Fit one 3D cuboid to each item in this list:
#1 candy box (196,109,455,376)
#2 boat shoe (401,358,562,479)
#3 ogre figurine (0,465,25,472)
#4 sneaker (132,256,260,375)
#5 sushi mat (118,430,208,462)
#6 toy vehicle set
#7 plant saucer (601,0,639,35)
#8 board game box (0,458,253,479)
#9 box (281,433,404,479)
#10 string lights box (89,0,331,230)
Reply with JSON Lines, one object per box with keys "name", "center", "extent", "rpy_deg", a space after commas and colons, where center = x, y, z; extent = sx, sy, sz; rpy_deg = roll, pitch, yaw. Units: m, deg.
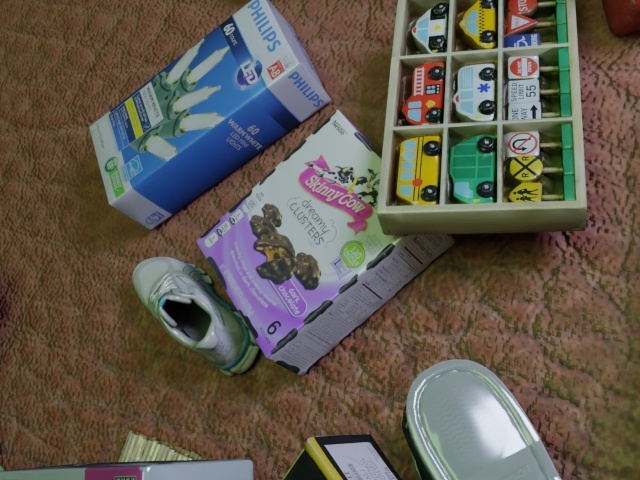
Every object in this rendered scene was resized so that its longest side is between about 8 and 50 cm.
{"name": "candy box", "center": [0.000, 0.000, 0.784], "extent": [0.196, 0.070, 0.165], "rpy_deg": [-42, 53, 7]}
{"name": "boat shoe", "center": [0.149, 0.231, 0.578], "extent": [0.114, 0.091, 0.302], "rpy_deg": [-17, 63, -3]}
{"name": "ogre figurine", "center": [-0.316, 0.291, 0.804], "extent": [0.197, 0.097, 0.118], "rpy_deg": [14, 51, 27]}
{"name": "sneaker", "center": [-0.143, 0.062, 0.836], "extent": [0.190, 0.083, 0.071], "rpy_deg": [31, 87, 38]}
{"name": "sushi mat", "center": [-0.185, 0.349, 0.767], "extent": [0.151, 0.019, 0.316], "rpy_deg": [11, 74, 35]}
{"name": "toy vehicle set", "center": [0.144, -0.126, 0.728], "extent": [0.166, 0.035, 0.267], "rpy_deg": [-2, 57, 15]}
{"name": "plant saucer", "center": [0.327, -0.312, 0.633], "extent": [0.258, 0.259, 0.048], "rpy_deg": [-12, 22, 26]}
{"name": "board game box", "center": [-0.150, 0.318, 0.594], "extent": [0.224, 0.097, 0.303], "rpy_deg": [-17, 72, 43]}
{"name": "box", "center": [0.004, 0.339, 0.559], "extent": [0.257, 0.079, 0.322], "rpy_deg": [48, 117, 35]}
{"name": "string lights box", "center": [-0.130, -0.143, 0.925], "extent": [0.259, 0.077, 0.133], "rpy_deg": [-35, 53, 13]}
